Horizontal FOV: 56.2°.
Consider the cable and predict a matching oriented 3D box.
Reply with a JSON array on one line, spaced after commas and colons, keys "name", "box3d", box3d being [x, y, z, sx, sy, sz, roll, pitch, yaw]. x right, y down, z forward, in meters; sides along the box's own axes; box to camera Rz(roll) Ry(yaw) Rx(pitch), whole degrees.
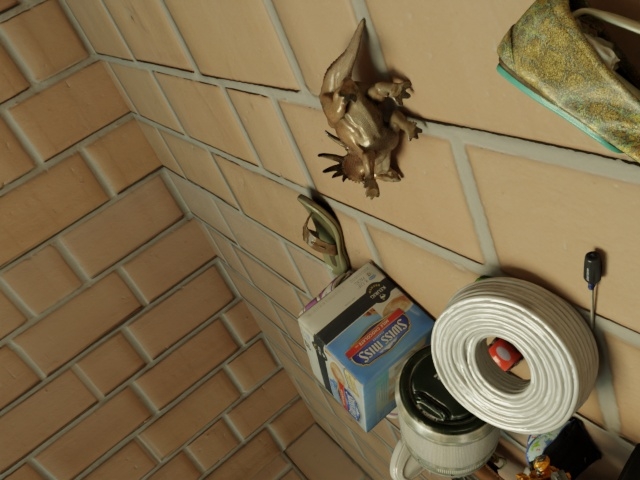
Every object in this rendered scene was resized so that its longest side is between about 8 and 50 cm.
[{"name": "cable", "box3d": [0.302, 0.183, 0.960, 0.257, 0.089, 0.257, 40, 134, 24]}]

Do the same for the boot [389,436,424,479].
[{"name": "boot", "box3d": [0.279, 0.484, 1.436, 0.095, 0.258, 0.123, 47, 161, -19]}]

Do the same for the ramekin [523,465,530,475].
[{"name": "ramekin", "box3d": [0.480, 0.577, 1.146, 0.277, 0.135, 0.277, 36, 179, 1]}]

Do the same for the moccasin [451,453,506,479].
[{"name": "moccasin", "box3d": [0.377, 0.545, 1.508, 0.139, 0.146, 0.380, 66, 165, -16]}]

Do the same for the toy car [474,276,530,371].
[{"name": "toy car", "box3d": [0.325, 0.168, 1.059, 0.225, 0.053, 0.239, 57, 162, -11]}]

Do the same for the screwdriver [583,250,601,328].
[{"name": "screwdriver", "box3d": [0.371, 0.074, 0.826, 0.025, 0.024, 0.170, 8, 142, 24]}]

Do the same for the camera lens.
[{"name": "camera lens", "box3d": [0.275, 0.364, 1.280, 0.219, 0.219, 0.274, 40, 158, 35]}]

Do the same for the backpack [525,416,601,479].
[{"name": "backpack", "box3d": [0.434, 0.390, 1.102, 0.105, 0.114, 0.084, 55, 162, -9]}]

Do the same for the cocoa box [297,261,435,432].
[{"name": "cocoa box", "box3d": [0.118, 0.272, 1.477, 0.228, 0.231, 0.347, 44, 160, 29]}]

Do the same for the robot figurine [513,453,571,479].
[{"name": "robot figurine", "box3d": [0.388, 0.492, 0.948, 0.211, 0.084, 0.291, 76, 177, -75]}]

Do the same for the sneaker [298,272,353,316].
[{"name": "sneaker", "box3d": [0.061, 0.153, 1.610, 0.102, 0.161, 0.282, 44, -164, 8]}]

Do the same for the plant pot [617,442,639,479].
[{"name": "plant pot", "box3d": [0.534, 0.466, 0.915, 0.188, 0.167, 0.188, 28, 149, 55]}]

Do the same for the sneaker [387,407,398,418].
[{"name": "sneaker", "box3d": [0.165, 0.434, 1.910, 0.305, 0.114, 0.152, 49, 176, 27]}]

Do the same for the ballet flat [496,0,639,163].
[{"name": "ballet flat", "box3d": [0.312, -0.102, 0.528, 0.348, 0.123, 0.123, 46, 161, 16]}]

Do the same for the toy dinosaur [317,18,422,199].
[{"name": "toy dinosaur", "box3d": [0.055, -0.192, 0.971, 0.200, 0.127, 0.296, 34, 149, 61]}]

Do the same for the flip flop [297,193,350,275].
[{"name": "flip flop", "box3d": [0.000, 0.000, 1.513, 0.112, 0.080, 0.277, 37, 156, 41]}]
